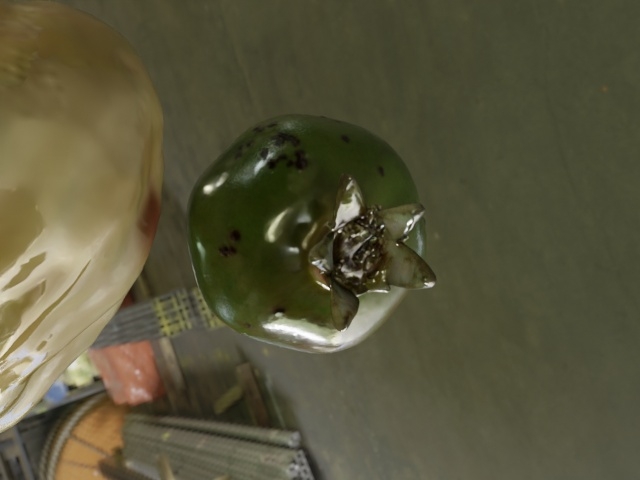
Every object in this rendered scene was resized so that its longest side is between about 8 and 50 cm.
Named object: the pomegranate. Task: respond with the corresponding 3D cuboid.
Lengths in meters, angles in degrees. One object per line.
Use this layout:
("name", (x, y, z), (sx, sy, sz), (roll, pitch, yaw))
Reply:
("pomegranate", (0.000, 0.000, 0.716), (0.224, 0.182, 0.181), (-150, 45, -69))

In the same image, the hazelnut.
("hazelnut", (-0.203, -0.031, 0.512), (0.241, 0.261, 0.261), (-93, 3, -50))
